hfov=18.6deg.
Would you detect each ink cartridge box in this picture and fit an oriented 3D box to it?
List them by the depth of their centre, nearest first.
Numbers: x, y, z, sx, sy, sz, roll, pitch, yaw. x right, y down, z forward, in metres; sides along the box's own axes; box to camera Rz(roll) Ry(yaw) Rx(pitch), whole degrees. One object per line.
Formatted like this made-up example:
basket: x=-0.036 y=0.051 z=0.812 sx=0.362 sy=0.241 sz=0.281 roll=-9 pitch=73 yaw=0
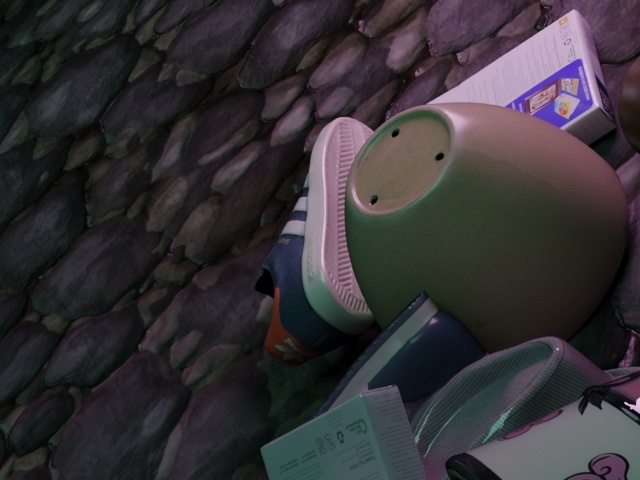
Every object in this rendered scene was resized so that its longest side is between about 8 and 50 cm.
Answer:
ink cartridge box: x=0.036 y=0.260 z=1.708 sx=0.223 sy=0.045 sz=0.224 roll=-35 pitch=68 yaw=59
ink cartridge box: x=0.217 y=-0.138 z=2.150 sx=0.208 sy=0.045 sz=0.206 roll=-31 pitch=32 yaw=20

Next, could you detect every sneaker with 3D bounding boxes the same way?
sneaker: x=0.050 y=0.200 z=1.871 sx=0.319 sy=0.131 sz=0.112 roll=-53 pitch=-4 yaw=31
sneaker: x=0.000 y=0.000 z=2.171 sx=0.148 sy=0.131 sz=0.350 roll=-42 pitch=19 yaw=33

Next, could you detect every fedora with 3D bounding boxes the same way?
fedora: x=0.174 y=0.175 z=1.694 sx=0.275 sy=0.124 sz=0.244 roll=-39 pitch=21 yaw=17

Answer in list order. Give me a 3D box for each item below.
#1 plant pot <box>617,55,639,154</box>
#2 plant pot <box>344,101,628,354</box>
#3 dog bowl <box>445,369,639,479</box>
plant pot: x=0.372 y=-0.119 z=1.835 sx=0.167 sy=0.167 sz=0.165 roll=-46 pitch=21 yaw=-4
plant pot: x=0.132 y=-0.026 z=1.925 sx=0.284 sy=0.191 sz=0.284 roll=-27 pitch=42 yaw=28
dog bowl: x=0.264 y=0.253 z=1.239 sx=0.150 sy=0.408 sz=0.408 roll=-39 pitch=29 yaw=-5
